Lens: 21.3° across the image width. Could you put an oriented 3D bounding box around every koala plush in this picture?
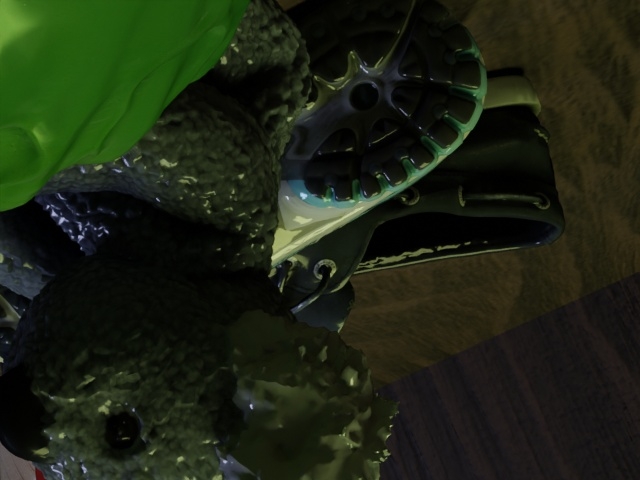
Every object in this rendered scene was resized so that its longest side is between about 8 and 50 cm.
[{"bbox_3d":[-0.066,0.023,0.649,0.203,0.221,0.196,-14,165,-41],"label":"koala plush"}]

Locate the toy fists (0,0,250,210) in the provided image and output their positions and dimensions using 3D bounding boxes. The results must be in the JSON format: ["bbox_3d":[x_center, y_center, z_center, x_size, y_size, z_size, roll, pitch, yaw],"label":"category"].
[{"bbox_3d":[-0.141,-0.060,0.444,0.279,0.096,0.142,-16,152,-33],"label":"toy fists"}]

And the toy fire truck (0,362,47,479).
[{"bbox_3d":[-0.066,0.102,1.126,0.246,0.159,0.217,4,-171,41],"label":"toy fire truck"}]

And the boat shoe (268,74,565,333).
[{"bbox_3d":[-0.001,0.001,0.957,0.340,0.113,0.127,-16,167,-33],"label":"boat shoe"}]

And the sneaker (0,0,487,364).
[{"bbox_3d":[-0.044,-0.017,0.812,0.283,0.110,0.122,-25,174,11],"label":"sneaker"}]
